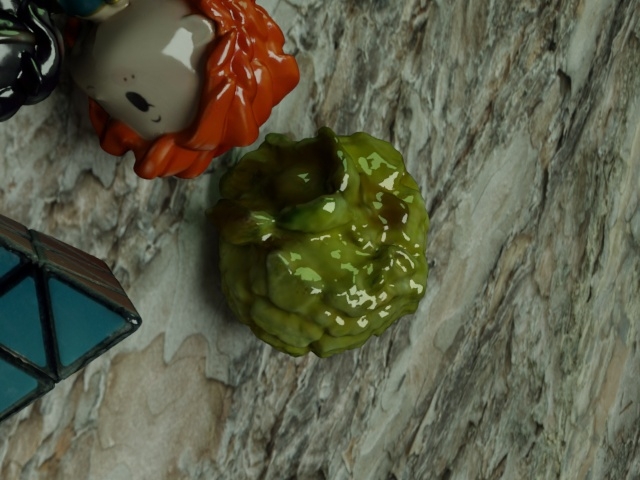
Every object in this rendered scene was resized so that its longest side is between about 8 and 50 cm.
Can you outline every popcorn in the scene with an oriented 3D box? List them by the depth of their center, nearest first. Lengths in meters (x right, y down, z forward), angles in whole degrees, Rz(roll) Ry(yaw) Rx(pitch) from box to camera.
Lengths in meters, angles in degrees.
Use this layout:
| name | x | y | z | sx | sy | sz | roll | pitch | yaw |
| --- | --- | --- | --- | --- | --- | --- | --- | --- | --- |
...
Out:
| name | x | y | z | sx | sy | sz | roll | pitch | yaw |
| --- | --- | --- | --- | --- | --- | --- | --- | --- | --- |
| popcorn | 0.000 | 0.000 | 1.537 | 0.270 | 0.224 | 0.257 | -13 | 88 | -39 |

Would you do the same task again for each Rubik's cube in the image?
| name | x | y | z | sx | sy | sz | roll | pitch | yaw |
| --- | --- | --- | --- | --- | --- | --- | --- | --- | --- |
| Rubik's cube | -0.294 | 0.059 | 1.251 | 0.228 | 0.228 | 0.233 | -7 | 144 | -13 |

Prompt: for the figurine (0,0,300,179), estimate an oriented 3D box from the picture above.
| name | x | y | z | sx | sy | sz | roll | pitch | yaw |
| --- | --- | --- | --- | --- | --- | --- | --- | --- | --- |
| figurine | -0.217 | -0.222 | 1.263 | 0.412 | 0.241 | 0.306 | 9 | 70 | -40 |
